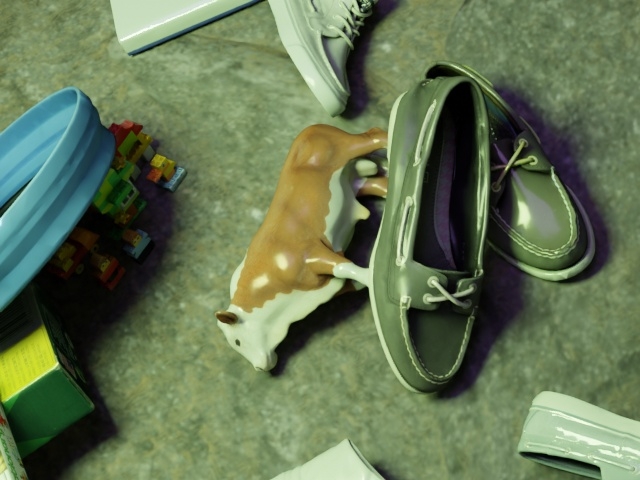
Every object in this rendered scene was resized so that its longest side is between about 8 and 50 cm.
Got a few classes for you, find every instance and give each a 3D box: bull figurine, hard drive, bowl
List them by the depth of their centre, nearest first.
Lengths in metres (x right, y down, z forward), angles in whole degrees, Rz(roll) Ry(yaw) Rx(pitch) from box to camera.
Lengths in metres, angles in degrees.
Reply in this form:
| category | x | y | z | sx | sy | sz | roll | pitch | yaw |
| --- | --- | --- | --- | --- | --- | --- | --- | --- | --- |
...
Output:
| category | x | y | z | sx | sy | sz | roll | pitch | yaw |
| --- | --- | --- | --- | --- | --- | --- | --- | --- | --- |
| bull figurine | 0.000 | 0.000 | 1.569 | 0.188 | 0.101 | 0.310 | 5 | 63 | 20 |
| bowl | -0.387 | -0.012 | 1.637 | 0.391 | 0.077 | 0.391 | -38 | 23 | 20 |
| hard drive | -0.137 | -0.391 | 1.917 | 0.318 | 0.040 | 0.210 | -22 | 53 | 8 |

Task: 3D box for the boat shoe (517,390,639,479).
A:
| category | x | y | z | sx | sy | sz | roll | pitch | yaw |
| --- | --- | --- | --- | --- | --- | --- | --- | --- | --- |
| boat shoe | 0.289 | 0.215 | 1.331 | 0.227 | 0.079 | 0.081 | 18 | 73 | 37 |

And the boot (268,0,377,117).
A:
| category | x | y | z | sx | sy | sz | roll | pitch | yaw |
| --- | --- | --- | --- | --- | --- | --- | --- | --- | --- |
| boot | 0.016 | -0.271 | 1.740 | 0.123 | 0.095 | 0.258 | -30 | 51 | 10 |

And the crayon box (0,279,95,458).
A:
| category | x | y | z | sx | sy | sz | roll | pitch | yaw |
| --- | --- | --- | --- | --- | --- | --- | --- | --- | --- |
| crayon box | -0.421 | 0.201 | 1.583 | 0.318 | 0.081 | 0.202 | -33 | 33 | -1 |

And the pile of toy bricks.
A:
| category | x | y | z | sx | sy | sz | roll | pitch | yaw |
| --- | --- | --- | --- | --- | --- | --- | --- | --- | --- |
| pile of toy bricks | -0.254 | -0.051 | 1.700 | 0.118 | 0.105 | 0.212 | 22 | 69 | 32 |

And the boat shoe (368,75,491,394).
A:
| category | x | y | z | sx | sy | sz | roll | pitch | yaw |
| --- | --- | --- | --- | --- | --- | --- | --- | --- | --- |
| boat shoe | 0.121 | -0.012 | 1.459 | 0.095 | 0.112 | 0.335 | -20 | 66 | 59 |

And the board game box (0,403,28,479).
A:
| category | x | y | z | sx | sy | sz | roll | pitch | yaw |
| --- | --- | --- | --- | --- | --- | --- | --- | --- | --- |
| board game box | -0.448 | 0.278 | 1.426 | 0.305 | 0.053 | 0.193 | -30 | 56 | 0 |

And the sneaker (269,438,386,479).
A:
| category | x | y | z | sx | sy | sz | roll | pitch | yaw |
| --- | --- | --- | --- | --- | --- | --- | --- | --- | --- |
| sneaker | 0.037 | 0.319 | 1.339 | 0.169 | 0.108 | 0.292 | -32 | 51 | 3 |

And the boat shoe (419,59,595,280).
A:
| category | x | y | z | sx | sy | sz | roll | pitch | yaw |
| --- | --- | --- | --- | --- | --- | --- | --- | --- | --- |
| boat shoe | 0.194 | -0.082 | 1.547 | 0.109 | 0.091 | 0.305 | -32 | 52 | 0 |
